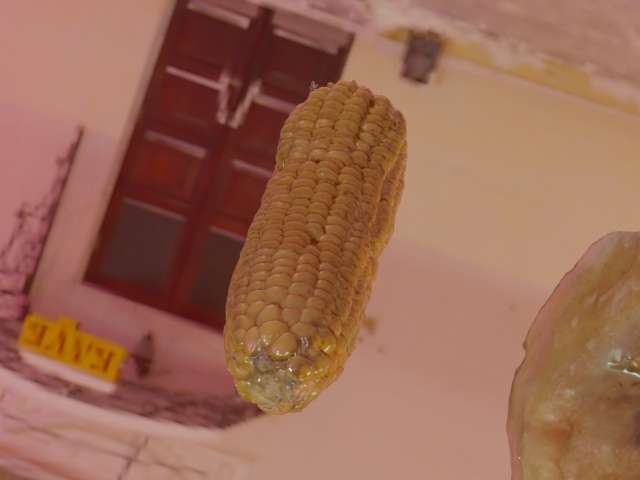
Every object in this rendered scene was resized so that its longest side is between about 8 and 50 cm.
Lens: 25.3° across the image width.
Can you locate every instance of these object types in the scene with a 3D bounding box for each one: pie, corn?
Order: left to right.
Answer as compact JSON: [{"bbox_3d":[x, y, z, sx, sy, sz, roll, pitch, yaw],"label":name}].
[{"bbox_3d":[0.000,0.000,0.928,0.101,0.101,0.291,19,-142,-3],"label":"corn"},{"bbox_3d":[0.168,0.085,0.533,0.218,0.185,0.052,2,161,31],"label":"pie"}]
